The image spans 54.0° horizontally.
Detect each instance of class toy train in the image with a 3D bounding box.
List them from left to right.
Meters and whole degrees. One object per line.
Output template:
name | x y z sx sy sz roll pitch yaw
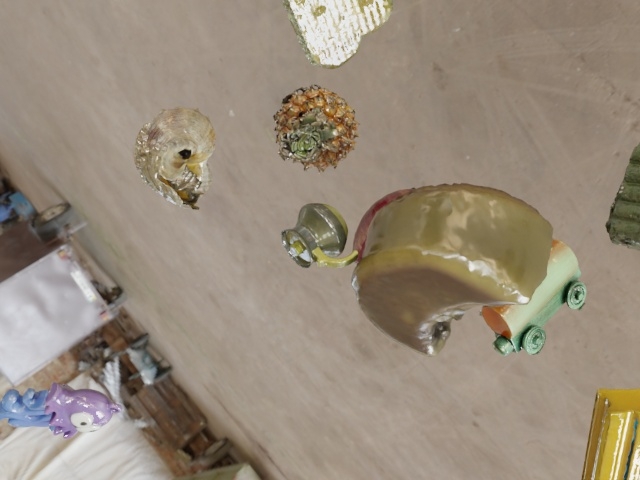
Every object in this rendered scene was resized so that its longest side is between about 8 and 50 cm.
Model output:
toy train | 0.477 0.126 1.407 0.116 0.285 0.177 24 150 56

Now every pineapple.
pineapple | -0.027 -0.283 1.711 0.262 0.262 0.272 60 -165 -14

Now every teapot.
teapot | 0.000 0.000 1.310 0.165 0.119 0.130 40 152 28

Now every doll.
doll | -0.370 0.235 0.867 0.206 0.067 0.110 -4 141 10

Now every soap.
soap | 0.691 0.482 1.374 0.096 0.204 0.324 -81 -9 -67

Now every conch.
conch | -0.263 -0.145 1.166 0.178 0.163 0.245 53 -167 -24

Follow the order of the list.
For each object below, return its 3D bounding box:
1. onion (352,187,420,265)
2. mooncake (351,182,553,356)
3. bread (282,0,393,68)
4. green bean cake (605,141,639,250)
onion | 0.264 0.055 1.675 0.385 0.347 0.348 -104 -1 -53
mooncake | 0.276 0.063 1.298 0.394 0.246 0.393 -1 145 31
bread | 0.028 -0.424 1.017 0.056 0.207 0.286 60 176 40
green bean cake | 0.548 -0.056 0.975 0.094 0.181 0.173 29 107 65
